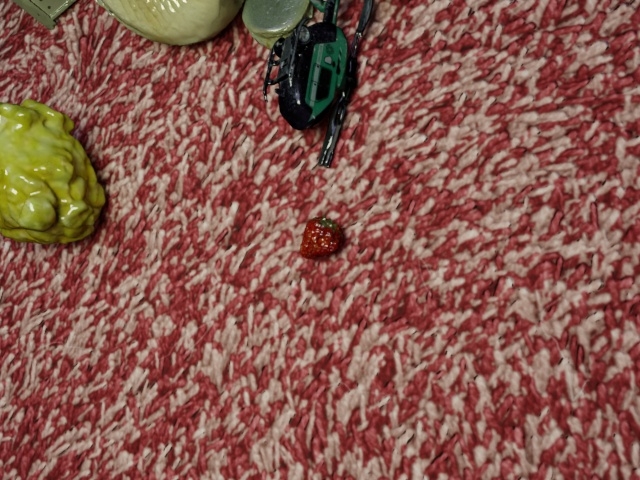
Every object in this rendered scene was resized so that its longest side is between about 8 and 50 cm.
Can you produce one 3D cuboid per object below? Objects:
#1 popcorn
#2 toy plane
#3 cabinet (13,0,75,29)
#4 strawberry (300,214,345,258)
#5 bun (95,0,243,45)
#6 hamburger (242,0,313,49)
[{"bbox_3d":[-0.527,-0.101,0.916,0.235,0.242,0.250,-29,82,-19],"label":"popcorn"},{"bbox_3d":[0.005,-0.330,0.874,0.106,0.155,0.381,-6,71,56],"label":"toy plane"},{"bbox_3d":[-0.564,-0.668,0.993,0.318,0.290,0.227,-38,73,4],"label":"cabinet"},{"bbox_3d":[0.000,0.000,0.850,0.073,0.073,0.083,40,116,17],"label":"strawberry"},{"bbox_3d":[-0.277,-0.552,0.899,0.364,0.364,0.202,6,46,15],"label":"bun"},{"bbox_3d":[-0.081,-0.433,0.948,0.133,0.062,0.140,14,82,12],"label":"hamburger"}]
